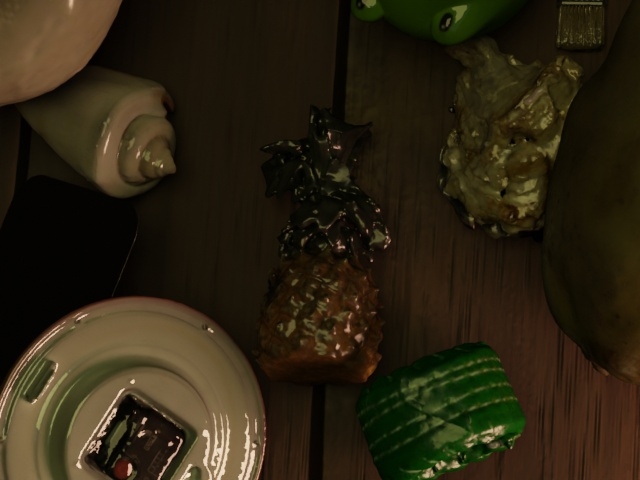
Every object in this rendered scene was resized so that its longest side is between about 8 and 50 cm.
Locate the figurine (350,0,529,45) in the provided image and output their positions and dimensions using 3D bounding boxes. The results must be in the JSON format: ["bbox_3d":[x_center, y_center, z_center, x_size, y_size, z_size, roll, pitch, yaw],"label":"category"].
[{"bbox_3d":[0.132,-0.277,1.603,0.162,0.143,0.263,22,66,25],"label":"figurine"}]

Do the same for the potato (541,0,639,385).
[{"bbox_3d":[0.293,-0.043,1.482,0.221,0.243,0.326,19,85,-10],"label":"potato"}]

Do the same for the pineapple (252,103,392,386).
[{"bbox_3d":[0.000,0.000,1.602,0.119,0.111,0.237,11,72,-21],"label":"pineapple"}]

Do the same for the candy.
[{"bbox_3d":[-0.275,-0.247,1.631,0.295,0.185,0.295,-7,77,34],"label":"candy"}]

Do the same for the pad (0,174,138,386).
[{"bbox_3d":[-0.252,0.078,1.630,0.181,0.004,0.267,17,84,44],"label":"pad"}]

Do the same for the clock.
[{"bbox_3d":[-0.157,0.166,1.559,0.244,0.056,0.244,-3,97,-28],"label":"clock"}]

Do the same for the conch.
[{"bbox_3d":[-0.192,-0.102,1.671,0.176,0.094,0.104,29,100,40],"label":"conch"}]

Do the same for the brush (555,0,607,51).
[{"bbox_3d":[0.229,-0.246,1.645,0.043,0.014,0.170,3,80,11],"label":"brush"}]

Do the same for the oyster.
[{"bbox_3d":[0.154,-0.096,1.603,0.163,0.081,0.191,-44,64,10],"label":"oyster"}]

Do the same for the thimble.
[{"bbox_3d":[0.100,0.143,1.555,0.130,0.118,0.090,-17,73,-21],"label":"thimble"}]
